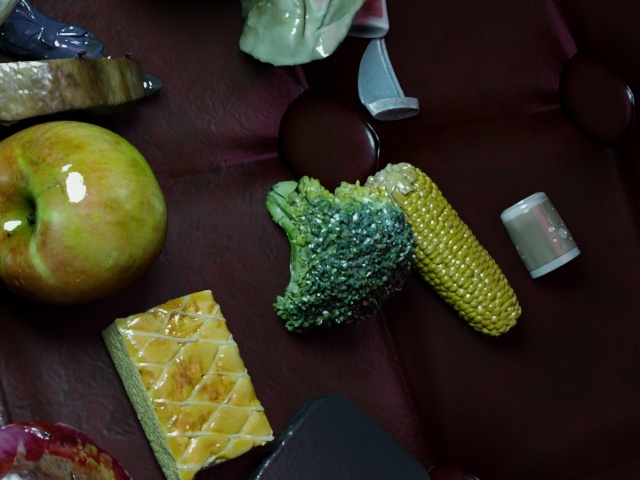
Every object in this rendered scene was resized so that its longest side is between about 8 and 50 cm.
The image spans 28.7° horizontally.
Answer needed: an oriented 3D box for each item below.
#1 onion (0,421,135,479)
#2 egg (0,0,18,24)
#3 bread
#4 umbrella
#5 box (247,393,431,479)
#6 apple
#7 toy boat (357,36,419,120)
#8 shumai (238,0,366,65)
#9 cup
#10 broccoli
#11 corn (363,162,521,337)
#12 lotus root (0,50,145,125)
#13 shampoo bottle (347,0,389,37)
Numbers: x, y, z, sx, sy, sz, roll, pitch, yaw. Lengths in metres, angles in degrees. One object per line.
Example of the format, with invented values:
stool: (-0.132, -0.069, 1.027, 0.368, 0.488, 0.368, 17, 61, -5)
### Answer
onion: (-0.261, 0.276, 1.186, 0.230, 0.163, 0.230, 10, 63, -21)
egg: (-0.430, -0.297, 1.254, 0.337, 0.201, 0.337, 0, 83, 1)
bread: (-0.142, 0.157, 1.357, 0.125, 0.068, 0.188, -21, 85, -35)
umbrella: (-0.292, -0.215, 1.400, 0.248, 0.071, 0.071, 28, 60, -25)
box: (0.018, 0.295, 1.423, 0.201, 0.042, 0.212, 44, 57, -11)
apple: (-0.253, -0.027, 1.280, 0.196, 0.196, 0.196, 11, 68, -28)
toy boat: (0.077, -0.218, 1.654, 0.096, 0.034, 0.122, -8, 69, -37)
shumai: (-0.046, -0.382, 1.455, 0.288, 0.330, 0.292, 36, 14, -1)
cup: (0.304, -0.015, 1.689, 0.102, 0.074, 0.099, -28, 89, -36)
broccoli: (0.000, 0.000, 1.459, 0.194, 0.220, 0.194, -5, 59, 8)
corn: (0.155, 0.013, 1.579, 0.260, 0.091, 0.091, 51, 53, -10)
lotus root: (-0.302, -0.155, 1.300, 0.260, 0.170, 0.074, -9, 95, -16)
shampoo bottle: (0.055, -0.322, 1.659, 0.072, 0.043, 0.099, 4, 70, -12)
